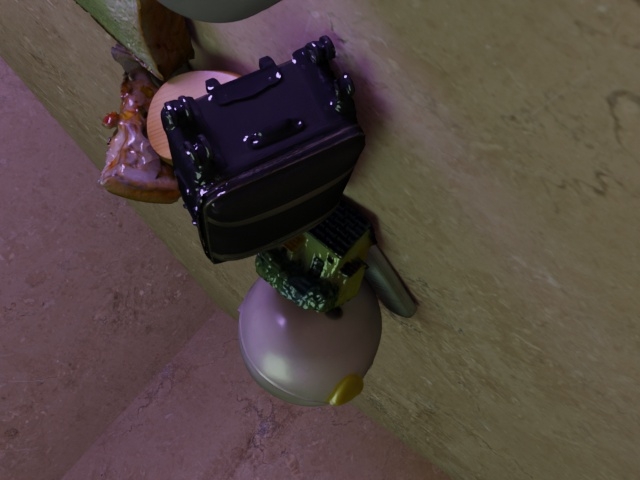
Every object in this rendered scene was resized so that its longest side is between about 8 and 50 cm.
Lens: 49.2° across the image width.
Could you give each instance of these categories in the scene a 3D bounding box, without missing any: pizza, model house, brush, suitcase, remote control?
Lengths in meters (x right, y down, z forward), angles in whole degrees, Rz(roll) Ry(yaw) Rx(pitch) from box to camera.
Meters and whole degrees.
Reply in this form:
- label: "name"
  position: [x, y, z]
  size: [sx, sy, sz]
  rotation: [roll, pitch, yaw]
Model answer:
- label: "pizza"
  position: [-0.333, -0.206, 1.355]
  size: [0.189, 0.297, 0.071]
  rotation: [21, 144, -36]
- label: "model house"
  position: [0.000, 0.000, 1.372]
  size: [0.194, 0.170, 0.212]
  rotation: [39, 128, 29]
- label: "brush"
  position: [-0.174, -0.216, 1.286]
  size: [0.266, 0.175, 0.166]
  rotation: [-10, 167, 32]
- label: "suitcase"
  position: [-0.084, -0.113, 1.093]
  size: [0.194, 0.283, 0.434]
  rotation: [62, 167, 9]
- label: "remote control"
  position: [0.128, 0.076, 1.509]
  size: [0.098, 0.038, 0.234]
  rotation: [19, 150, 53]

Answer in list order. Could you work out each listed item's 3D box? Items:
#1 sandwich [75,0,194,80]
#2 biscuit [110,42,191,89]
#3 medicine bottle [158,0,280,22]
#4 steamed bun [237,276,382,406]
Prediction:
- label: "sandwich"
  position: [-0.357, -0.451, 1.181]
  size: [0.301, 0.099, 0.271]
  rotation: [42, 160, 12]
- label: "biscuit"
  position: [-0.345, -0.356, 1.466]
  size: [0.238, 0.062, 0.108]
  rotation: [25, 155, 43]
- label: "medicine bottle"
  position: [-0.045, -0.320, 0.587]
  size: [0.208, 0.208, 0.339]
  rotation: [49, 162, -22]
- label: "steamed bun"
  position: [-0.020, 0.192, 1.581]
  size: [0.333, 0.374, 0.334]
  rotation: [10, 131, 12]
